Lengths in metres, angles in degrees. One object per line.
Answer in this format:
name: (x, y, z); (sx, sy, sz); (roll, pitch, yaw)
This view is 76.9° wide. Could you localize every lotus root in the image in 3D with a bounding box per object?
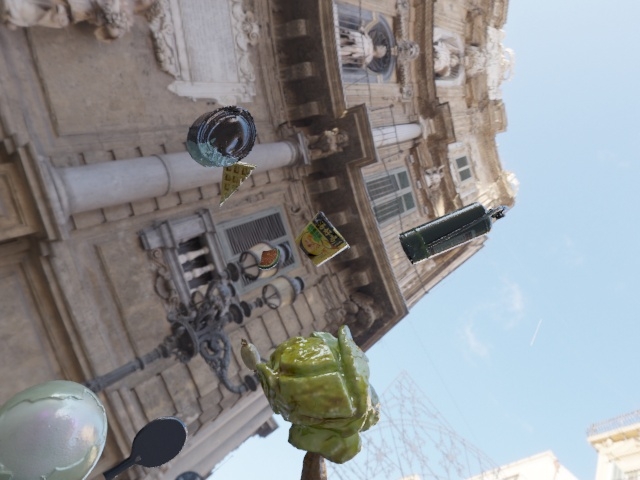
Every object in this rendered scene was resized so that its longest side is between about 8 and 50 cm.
lotus root: (-0.279, 0.457, 1.598); (0.073, 0.062, 0.150); (-11, -77, 50)

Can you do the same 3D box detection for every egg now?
egg: (-0.696, 0.504, 1.021); (0.278, 0.278, 0.336); (44, -55, 18)

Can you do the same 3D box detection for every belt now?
belt: (-0.267, -0.277, 1.096); (0.078, 0.198, 0.151); (8, -48, 47)

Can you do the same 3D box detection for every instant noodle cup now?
instant noodle cup: (0.000, 0.000, 1.253); (0.122, 0.151, 0.151); (-40, -103, 4)

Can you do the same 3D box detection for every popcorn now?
popcorn: (0.001, 0.325, 0.874); (0.276, 0.225, 0.277); (157, -90, -80)

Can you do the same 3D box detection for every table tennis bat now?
table tennis bat: (-0.499, 0.604, 1.157); (0.027, 0.236, 0.150); (17, -51, 56)

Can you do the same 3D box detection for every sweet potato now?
sweet potato: (-0.026, 0.672, 1.100); (0.097, 0.097, 0.292); (30, -64, 28)

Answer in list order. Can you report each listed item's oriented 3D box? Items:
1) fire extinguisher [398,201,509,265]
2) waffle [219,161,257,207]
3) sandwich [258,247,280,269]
fire extinguisher: (0.352, -0.032, 1.024); (0.294, 0.118, 0.093); (-23, -102, 5)
waffle: (-0.292, -0.184, 1.417); (0.125, 0.032, 0.191); (13, -63, 2)
sandwich: (-0.195, 0.069, 1.556); (0.069, 0.101, 0.026); (16, -25, -4)
